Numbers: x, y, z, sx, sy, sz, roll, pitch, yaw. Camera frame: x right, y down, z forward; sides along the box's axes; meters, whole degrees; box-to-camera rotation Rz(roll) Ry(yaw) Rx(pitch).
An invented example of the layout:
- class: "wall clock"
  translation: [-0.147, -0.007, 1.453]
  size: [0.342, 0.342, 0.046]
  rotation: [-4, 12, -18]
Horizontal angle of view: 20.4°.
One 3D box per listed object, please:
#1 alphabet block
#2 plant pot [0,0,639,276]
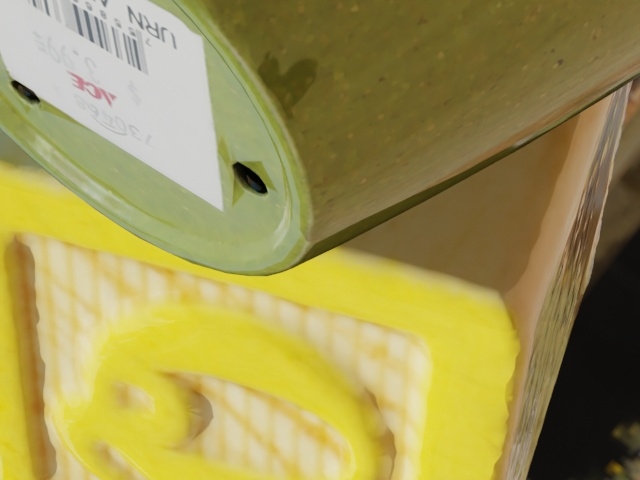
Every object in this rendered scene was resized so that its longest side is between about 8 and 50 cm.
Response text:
- class: "alphabet block"
  translation: [0.000, 0.000, 0.654]
  size: [0.193, 0.192, 0.197]
  rotation: [91, -163, -44]
- class: "plant pot"
  translation: [0.030, -0.141, 0.473]
  size: [0.293, 0.275, 0.275]
  rotation: [-48, -11, -24]
